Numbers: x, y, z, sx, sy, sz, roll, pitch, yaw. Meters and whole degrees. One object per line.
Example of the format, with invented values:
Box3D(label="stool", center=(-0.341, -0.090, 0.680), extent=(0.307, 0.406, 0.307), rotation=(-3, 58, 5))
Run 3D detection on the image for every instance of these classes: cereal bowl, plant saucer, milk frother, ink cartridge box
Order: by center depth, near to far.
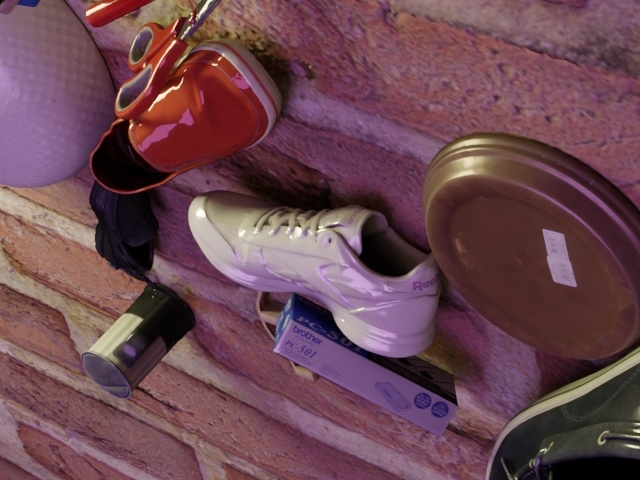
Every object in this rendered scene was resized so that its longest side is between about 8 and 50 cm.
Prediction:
Box3D(label="plant saucer", center=(0.209, 0.016, 1.616), extent=(0.278, 0.041, 0.278), rotation=(29, 146, 21))
Box3D(label="ink cartridge box", center=(0.049, 0.135, 1.840), extent=(0.207, 0.046, 0.097), rotation=(27, -165, -8))
Box3D(label="cereal bowl", center=(-0.405, -0.188, 1.949), extent=(0.339, 0.141, 0.339), rotation=(28, 148, 20))
Box3D(label="milk frother", center=(-0.256, 0.101, 2.154), extent=(0.143, 0.135, 0.129), rotation=(34, 148, 12))

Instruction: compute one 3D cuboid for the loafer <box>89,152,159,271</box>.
Box3D(label="loafer", center=(-0.229, -0.032, 2.018), extent=(0.078, 0.076, 0.223), rotation=(29, 152, 11))

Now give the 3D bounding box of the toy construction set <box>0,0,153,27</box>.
Box3D(label="toy construction set", center=(-0.235, -0.332, 1.529), extent=(0.237, 0.257, 0.309), rotation=(-16, 139, 41))

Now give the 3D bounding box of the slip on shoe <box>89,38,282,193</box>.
Box3D(label="slip on shoe", center=(-0.147, -0.121, 1.781), extent=(0.123, 0.101, 0.331), rotation=(51, 147, -12))

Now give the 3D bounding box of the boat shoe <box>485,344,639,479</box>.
Box3D(label="boat shoe", center=(0.286, 0.244, 1.682), extent=(0.187, 0.156, 0.500), rotation=(26, 150, -7))

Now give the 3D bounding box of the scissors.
Box3D(label="scissors", center=(-0.132, -0.202, 1.668), extent=(0.021, 0.109, 0.297), rotation=(22, 156, -26))

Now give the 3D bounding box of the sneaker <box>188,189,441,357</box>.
Box3D(label="sneaker", center=(0.000, 0.000, 1.789), extent=(0.305, 0.114, 0.152), rotation=(26, 133, 17))

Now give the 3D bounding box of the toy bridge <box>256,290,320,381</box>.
Box3D(label="toy bridge", center=(-0.045, 0.091, 2.010), extent=(0.063, 0.026, 0.188), rotation=(18, 142, 36))
